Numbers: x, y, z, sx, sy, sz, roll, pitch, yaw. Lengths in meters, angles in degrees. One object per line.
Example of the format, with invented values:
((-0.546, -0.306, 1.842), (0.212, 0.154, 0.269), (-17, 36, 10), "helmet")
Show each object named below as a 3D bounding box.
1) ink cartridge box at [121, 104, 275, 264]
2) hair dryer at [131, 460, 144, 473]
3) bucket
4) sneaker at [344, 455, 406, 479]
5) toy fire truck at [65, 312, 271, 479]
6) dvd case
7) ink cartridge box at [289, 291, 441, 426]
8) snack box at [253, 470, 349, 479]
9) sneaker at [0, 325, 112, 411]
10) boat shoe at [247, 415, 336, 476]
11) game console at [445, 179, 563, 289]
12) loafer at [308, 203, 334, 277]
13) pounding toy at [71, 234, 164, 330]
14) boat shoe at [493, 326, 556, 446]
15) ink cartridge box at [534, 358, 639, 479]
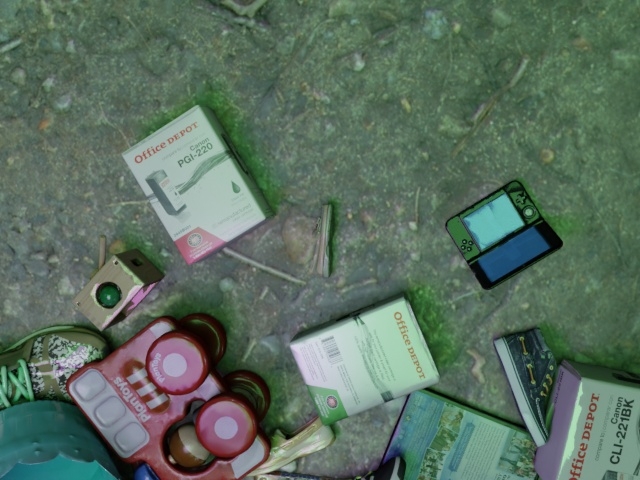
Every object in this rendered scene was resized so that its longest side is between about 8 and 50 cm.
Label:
((-0.200, -0.092, 1.319), (0.158, 0.092, 0.218), (-31, 89, 8), "ink cartridge box")
((-0.320, 0.472, 1.385), (0.223, 0.080, 0.294), (8, 94, 7), "hair dryer")
((-0.453, 0.408, 1.283), (0.281, 0.183, 0.281), (-11, 118, -22), "bucket")
((0.042, 0.433, 1.316), (0.097, 0.084, 0.235), (42, 98, 1), "sneaker")
((-0.237, 0.280, 1.308), (0.254, 0.169, 0.302), (-36, 93, 7), "toy fire truck")
((0.241, 0.369, 1.345), (0.253, 0.022, 0.180), (21, 96, 4), "dvd case")
((0.075, 0.192, 1.314), (0.208, 0.087, 0.153), (-22, 92, 8), "ink cartridge box")
((-0.028, 0.439, 1.379), (0.178, 0.022, 0.064), (5, 97, 5), "snack box")
((-0.552, 0.258, 1.332), (0.410, 0.182, 0.158), (-16, 95, -1), "sneaker")
((-0.060, 0.347, 1.359), (0.170, 0.063, 0.059), (-24, 89, -2), "boat shoe")
((0.290, -0.011, 1.275), (0.144, 0.085, 0.124), (-32, 91, 7), "game console")
((0.000, 0.000, 1.330), (0.039, 0.045, 0.125), (4, 98, 12), "loafer")
((-0.343, 0.065, 1.321), (0.100, 0.141, 0.130), (44, 98, 1), "pounding toy")
((0.349, 0.233, 1.283), (0.083, 0.065, 0.183), (-20, 75, 6), "boat shoe")
((0.500, 0.319, 1.256), (0.272, 0.114, 0.197), (11, 96, 1), "ink cartridge box")
